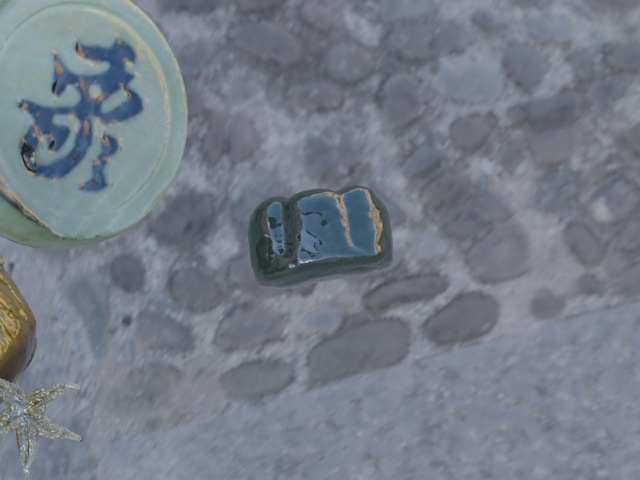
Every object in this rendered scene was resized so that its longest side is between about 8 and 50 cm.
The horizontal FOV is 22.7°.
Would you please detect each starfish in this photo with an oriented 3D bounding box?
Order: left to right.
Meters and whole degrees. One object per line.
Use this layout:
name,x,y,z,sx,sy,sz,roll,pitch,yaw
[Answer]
starfish,-0.220,0.127,1.192,0.092,0.016,0.086,-35,84,12

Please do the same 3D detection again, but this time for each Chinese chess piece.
Chinese chess piece,-0.136,-0.067,0.829,0.144,0.058,0.144,0,90,-42

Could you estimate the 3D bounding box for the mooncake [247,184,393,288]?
mooncake,0.000,0.000,1.846,0.175,0.168,0.104,1,70,-39

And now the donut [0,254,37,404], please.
donut,-0.431,0.159,1.769,0.160,0.330,0.330,46,66,-8
